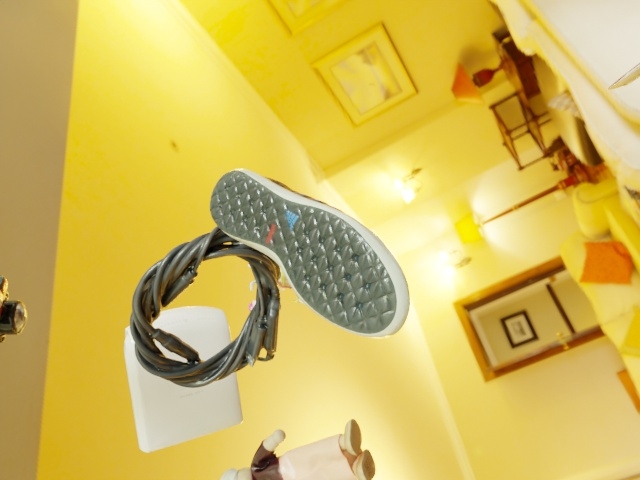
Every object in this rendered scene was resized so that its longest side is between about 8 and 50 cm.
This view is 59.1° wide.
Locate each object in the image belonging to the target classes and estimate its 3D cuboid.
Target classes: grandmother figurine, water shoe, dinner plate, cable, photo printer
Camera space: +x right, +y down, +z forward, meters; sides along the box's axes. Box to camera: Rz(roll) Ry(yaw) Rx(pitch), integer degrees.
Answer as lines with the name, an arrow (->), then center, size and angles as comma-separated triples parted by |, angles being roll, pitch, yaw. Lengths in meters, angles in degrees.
grandmother figurine -> -0.061, 0.485, 1.164 | 0.104, 0.342, 0.208 | -8, -103, -70
water shoe -> 0.000, 0.000, 0.447 | 0.203, 0.073, 0.080 | 37, -164, 30
dinner plate -> 0.528, -0.286, 0.908 | 0.017, 0.141, 0.141 | 52, -164, 2
cable -> -0.112, 0.064, 0.561 | 0.047, 0.150, 0.185 | -118, 28, -55
photo printer -> -0.327, 0.316, 1.353 | 0.107, 0.255, 0.308 | -3, 95, 63

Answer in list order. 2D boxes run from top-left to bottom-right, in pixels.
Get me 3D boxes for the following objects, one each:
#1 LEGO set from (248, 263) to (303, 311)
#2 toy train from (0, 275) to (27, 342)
LEGO set -> -0.039, 0.077, 1.017 | 0.287, 0.107, 0.132 | 21, -102, -59
toy train -> -0.606, 0.095, 0.796 | 0.190, 0.333, 0.142 | 102, 168, -60
